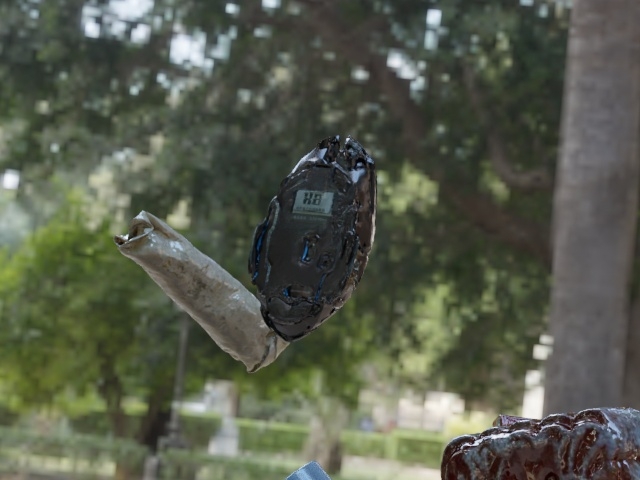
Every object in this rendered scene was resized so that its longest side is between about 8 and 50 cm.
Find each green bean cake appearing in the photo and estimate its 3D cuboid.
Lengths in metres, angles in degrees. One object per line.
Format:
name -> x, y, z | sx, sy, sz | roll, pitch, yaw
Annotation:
green bean cake -> 0.230, 0.271, 1.648 | 0.233, 0.198, 0.097 | -12, -12, 38

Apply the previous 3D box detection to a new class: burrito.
burrito -> -0.148, 0.062, 2.028 | 0.275, 0.082, 0.059 | 43, 15, -31

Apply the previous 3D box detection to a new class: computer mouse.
computer mouse -> 0.000, 0.000, 1.821 | 0.147, 0.241, 0.077 | 8, -12, 34

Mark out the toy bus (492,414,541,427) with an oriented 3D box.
toy bus -> 0.291, 0.260, 2.268 | 0.110, 0.031, 0.043 | 7, -31, -11

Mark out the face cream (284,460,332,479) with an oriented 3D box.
face cream -> 0.044, 0.356, 1.789 | 0.250, 0.077, 0.077 | 49, 5, 13
